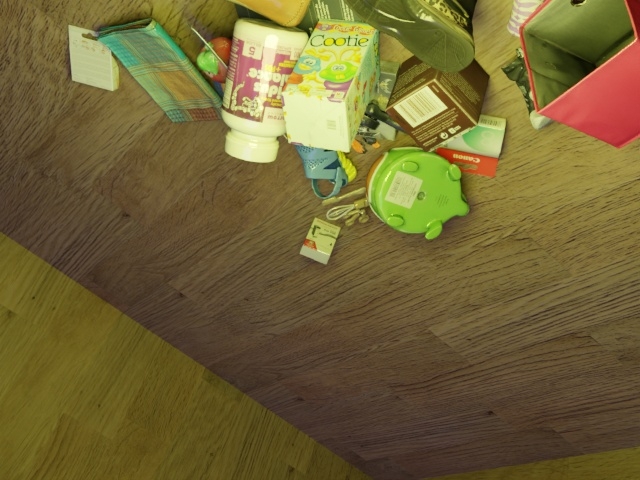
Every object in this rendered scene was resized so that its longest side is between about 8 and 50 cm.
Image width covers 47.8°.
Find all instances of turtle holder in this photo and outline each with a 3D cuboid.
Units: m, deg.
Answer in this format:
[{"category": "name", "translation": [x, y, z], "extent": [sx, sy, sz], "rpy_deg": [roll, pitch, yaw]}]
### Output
[{"category": "turtle holder", "translation": [0.279, -0.157, 2.046], "extent": [0.320, 0.227, 0.243], "rpy_deg": [-13, 114, -15]}]

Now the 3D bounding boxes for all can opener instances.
[{"category": "can opener", "translation": [0.181, -0.322, 1.932], "extent": [0.186, 0.059, 0.073], "rpy_deg": [19, 117, -13]}]

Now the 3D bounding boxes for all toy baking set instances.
[{"category": "toy baking set", "translation": [0.127, -0.105, 2.214], "extent": [0.197, 0.030, 0.256], "rpy_deg": [-34, 150, 23]}]

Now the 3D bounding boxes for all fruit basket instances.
[{"category": "fruit basket", "translation": [-0.230, -0.415, 1.865], "extent": [0.353, 0.327, 0.165], "rpy_deg": [41, 96, -25]}]

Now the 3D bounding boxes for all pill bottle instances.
[{"category": "pill bottle", "translation": [-0.135, -0.339, 1.646], "extent": [0.169, 0.169, 0.301], "rpy_deg": [15, 112, 9]}]

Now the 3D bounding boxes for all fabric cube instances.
[{"category": "fabric cube", "translation": [0.613, -0.390, 1.508], "extent": [0.258, 0.259, 0.254], "rpy_deg": [14, 147, -27]}]

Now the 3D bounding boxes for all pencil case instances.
[{"category": "pencil case", "translation": [0.459, -0.550, 1.587], "extent": [0.088, 0.086, 0.206], "rpy_deg": [41, 152, 35]}]

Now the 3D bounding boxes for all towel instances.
[{"category": "towel", "translation": [-0.448, -0.476, 2.086], "extent": [0.271, 0.040, 0.370], "rpy_deg": [5, 147, 40]}]

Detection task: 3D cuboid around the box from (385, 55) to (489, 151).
[{"category": "box", "translation": [0.292, -0.366, 1.790], "extent": [0.167, 0.203, 0.168], "rpy_deg": [40, 139, -22]}]

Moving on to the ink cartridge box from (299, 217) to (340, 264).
[{"category": "ink cartridge box", "translation": [0.000, 0.000, 2.431], "extent": [0.099, 0.135, 0.056], "rpy_deg": [22, 139, 0]}]

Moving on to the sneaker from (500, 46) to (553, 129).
[{"category": "sneaker", "translation": [0.521, -0.377, 1.753], "extent": [0.101, 0.153, 0.268], "rpy_deg": [-35, 160, 6]}]

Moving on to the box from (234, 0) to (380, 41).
[{"category": "box", "translation": [-0.038, -0.614, 1.672], "extent": [0.312, 0.179, 0.343], "rpy_deg": [5, 139, 20]}]

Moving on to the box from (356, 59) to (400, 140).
[{"category": "box", "translation": [0.122, -0.387, 1.968], "extent": [0.183, 0.056, 0.231], "rpy_deg": [12, 142, 14]}]

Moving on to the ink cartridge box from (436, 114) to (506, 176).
[{"category": "ink cartridge box", "translation": [0.406, -0.255, 1.994], "extent": [0.181, 0.056, 0.224], "rpy_deg": [13, 140, 13]}]

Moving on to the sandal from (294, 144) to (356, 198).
[{"category": "sandal", "translation": [-0.003, -0.234, 2.103], "extent": [0.126, 0.138, 0.317], "rpy_deg": [9, 152, 41]}]

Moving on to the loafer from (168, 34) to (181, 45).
[{"category": "loafer", "translation": [-0.463, -0.565, 2.039], "extent": [0.148, 0.056, 0.050], "rpy_deg": [5, 146, 20]}]

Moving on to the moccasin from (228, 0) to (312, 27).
[{"category": "moccasin", "translation": [-0.194, -0.584, 1.525], "extent": [0.380, 0.139, 0.147], "rpy_deg": [25, 142, -4]}]

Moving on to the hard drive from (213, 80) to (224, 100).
[{"category": "hard drive", "translation": [-0.151, -0.432, 2.060], "extent": [0.319, 0.040, 0.210], "rpy_deg": [11, 141, 14]}]

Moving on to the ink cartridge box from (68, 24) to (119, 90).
[{"category": "ink cartridge box", "translation": [-0.687, -0.557, 2.189], "extent": [0.145, 0.045, 0.179], "rpy_deg": [16, 124, 9]}]

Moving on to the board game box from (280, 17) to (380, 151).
[{"category": "board game box", "translation": [0.029, -0.347, 1.590], "extent": [0.142, 0.275, 0.144], "rpy_deg": [10, 142, 15]}]

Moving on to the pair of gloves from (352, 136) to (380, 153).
[{"category": "pair of gloves", "translation": [0.127, -0.288, 2.123], "extent": [0.083, 0.010, 0.074], "rpy_deg": [-21, 125, 41]}]

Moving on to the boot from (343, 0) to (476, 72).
[{"category": "boot", "translation": [0.197, -0.561, 1.533], "extent": [0.377, 0.284, 0.138], "rpy_deg": [33, 142, -16]}]
